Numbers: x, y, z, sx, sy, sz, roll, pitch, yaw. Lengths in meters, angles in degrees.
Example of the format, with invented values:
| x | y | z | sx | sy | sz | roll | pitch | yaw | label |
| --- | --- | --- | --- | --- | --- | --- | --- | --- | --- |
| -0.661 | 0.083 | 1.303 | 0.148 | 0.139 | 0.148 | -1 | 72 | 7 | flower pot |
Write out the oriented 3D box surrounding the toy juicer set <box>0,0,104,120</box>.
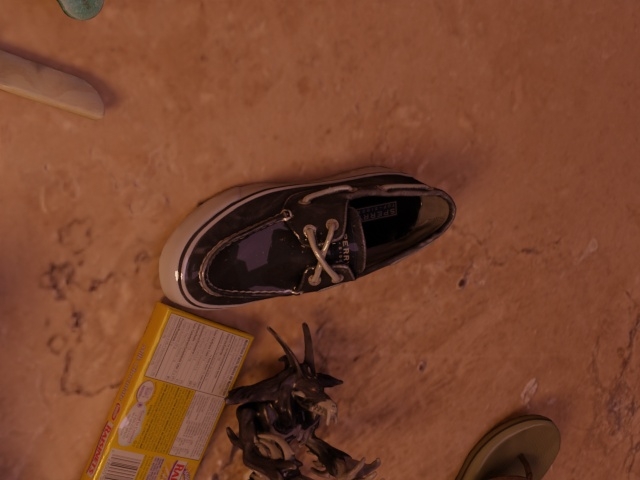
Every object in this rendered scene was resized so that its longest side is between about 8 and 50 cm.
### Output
| x | y | z | sx | sy | sz | roll | pitch | yaw | label |
| --- | --- | --- | --- | --- | --- | --- | --- | --- | --- |
| -0.236 | -0.234 | 0.586 | 0.209 | 0.090 | 0.328 | -10 | 109 | -36 | toy juicer set |

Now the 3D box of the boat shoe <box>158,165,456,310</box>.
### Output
| x | y | z | sx | sy | sz | roll | pitch | yaw | label |
| --- | --- | --- | --- | --- | --- | --- | --- | --- | --- |
| 0.000 | 0.000 | 0.827 | 0.301 | 0.102 | 0.108 | -14 | 111 | -35 | boat shoe |

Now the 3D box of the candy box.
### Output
| x | y | z | sx | sy | sz | roll | pitch | yaw | label |
| --- | --- | --- | --- | --- | --- | --- | --- | --- | --- |
| -0.144 | 0.165 | 0.809 | 0.105 | 0.027 | 0.205 | 26 | 86 | -43 | candy box |

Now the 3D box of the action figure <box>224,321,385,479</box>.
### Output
| x | y | z | sx | sy | sz | roll | pitch | yaw | label |
| --- | --- | --- | --- | --- | --- | --- | --- | --- | --- |
| -0.018 | 0.225 | 0.852 | 0.164 | 0.141 | 0.275 | -3 | 105 | -52 | action figure |

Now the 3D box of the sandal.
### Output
| x | y | z | sx | sy | sz | roll | pitch | yaw | label |
| --- | --- | --- | --- | --- | --- | --- | --- | --- | --- |
| 0.201 | 0.339 | 1.089 | 0.303 | 0.086 | 0.120 | -39 | 123 | -24 | sandal |
